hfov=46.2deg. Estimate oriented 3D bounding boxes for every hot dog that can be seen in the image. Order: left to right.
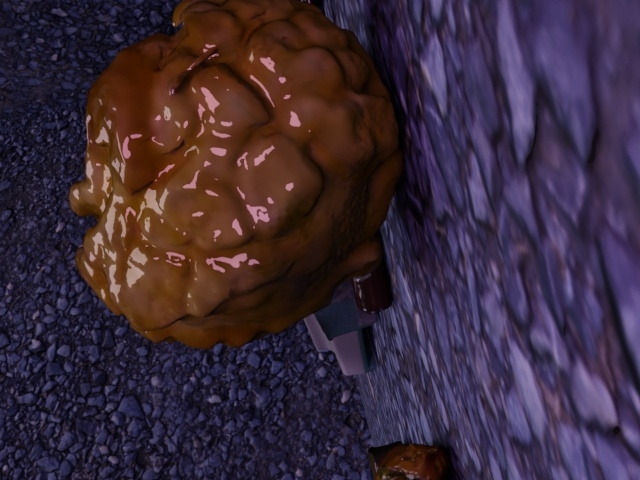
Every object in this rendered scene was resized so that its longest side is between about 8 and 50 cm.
[{"bbox_3d":[0.089,0.245,0.694,0.269,0.072,0.115,78,-174,-64],"label":"hot dog"}]

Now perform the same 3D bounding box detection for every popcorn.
[{"bbox_3d":[-0.049,-0.044,0.504,0.190,0.250,0.250,58,171,22],"label":"popcorn"}]

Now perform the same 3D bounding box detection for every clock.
[{"bbox_3d":[0.008,0.074,1.309,0.262,0.116,0.231,-104,0,-45],"label":"clock"}]

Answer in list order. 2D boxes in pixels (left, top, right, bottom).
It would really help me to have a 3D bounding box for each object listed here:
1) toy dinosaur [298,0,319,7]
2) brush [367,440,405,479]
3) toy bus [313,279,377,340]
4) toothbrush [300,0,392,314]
[{"bbox_3d":[-0.044,-0.285,0.780,0.144,0.076,0.329,-131,24,-72],"label":"toy dinosaur"},{"bbox_3d":[0.107,0.342,1.029,0.197,0.059,0.123,80,173,-77],"label":"brush"},{"bbox_3d":[0.000,0.000,0.999,0.091,0.109,0.261,-113,8,-71],"label":"toy bus"},{"bbox_3d":[0.018,-0.095,0.738,0.041,0.041,0.363,-108,5,-73],"label":"toothbrush"}]
